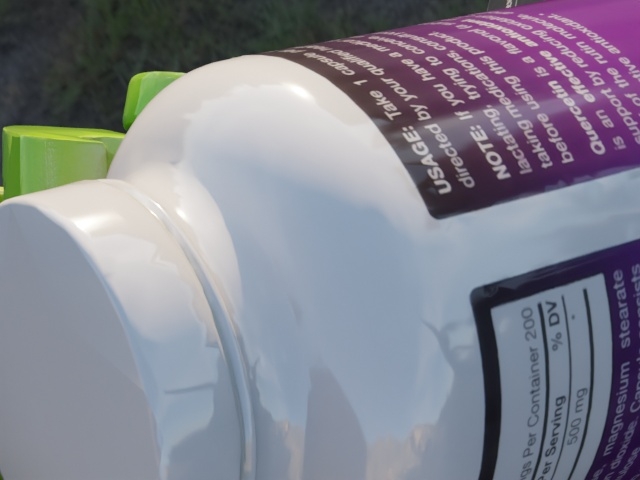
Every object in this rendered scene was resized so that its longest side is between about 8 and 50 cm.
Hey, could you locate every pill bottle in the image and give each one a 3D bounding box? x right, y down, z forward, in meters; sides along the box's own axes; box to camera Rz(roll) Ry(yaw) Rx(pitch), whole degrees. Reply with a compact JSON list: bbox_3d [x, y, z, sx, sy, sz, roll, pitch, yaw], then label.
[{"bbox_3d":[0.049,0.013,0.570,0.323,0.181,0.181,-15,54,-34],"label":"pill bottle"}]

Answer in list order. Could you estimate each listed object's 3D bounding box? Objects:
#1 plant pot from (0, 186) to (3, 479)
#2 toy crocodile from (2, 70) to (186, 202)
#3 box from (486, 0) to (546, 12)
[{"bbox_3d":[-0.181,0.084,0.948,0.228,0.227,0.207,-6,82,41],"label":"plant pot"},{"bbox_3d":[0.000,0.000,0.778,0.105,0.340,0.115,-2,74,56],"label":"toy crocodile"},{"bbox_3d":[0.287,-0.192,0.903,0.212,0.395,0.293,32,44,-17],"label":"box"}]
